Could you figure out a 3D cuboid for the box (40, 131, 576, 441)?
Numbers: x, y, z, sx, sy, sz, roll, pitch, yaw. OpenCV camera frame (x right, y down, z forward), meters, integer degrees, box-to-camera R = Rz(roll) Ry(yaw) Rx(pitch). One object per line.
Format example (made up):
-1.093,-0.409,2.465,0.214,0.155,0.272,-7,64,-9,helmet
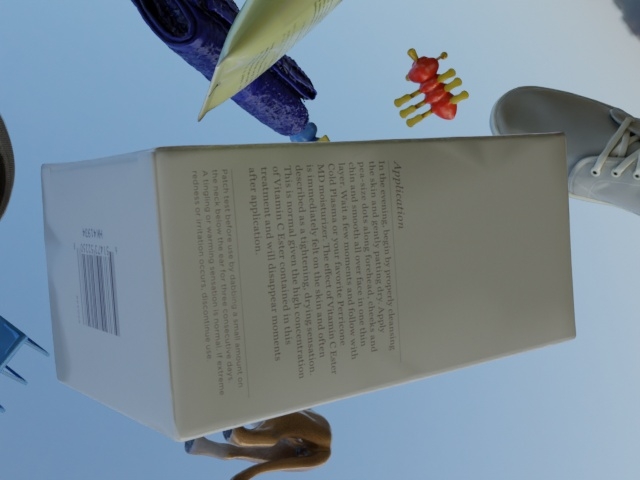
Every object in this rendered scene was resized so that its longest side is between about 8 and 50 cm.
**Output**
-0.004,0.012,0.635,0.345,0.215,0.168,-6,-85,-35,box

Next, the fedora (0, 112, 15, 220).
-0.542,-0.106,1.119,0.244,0.124,0.275,-66,-30,-22,fedora

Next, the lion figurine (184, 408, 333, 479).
-0.065,0.217,1.140,0.240,0.142,0.392,19,-153,-27,lion figurine

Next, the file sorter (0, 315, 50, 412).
-0.406,0.155,0.936,0.118,0.170,0.104,32,165,17,file sorter

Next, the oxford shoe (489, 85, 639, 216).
0.460,-0.114,1.221,0.449,0.169,0.130,31,168,14,oxford shoe

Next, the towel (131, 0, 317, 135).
-0.121,-0.235,0.866,0.228,0.076,0.308,51,-173,18,towel

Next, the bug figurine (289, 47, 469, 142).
0.090,-0.117,1.118,0.216,0.279,0.072,62,-153,-9,bug figurine

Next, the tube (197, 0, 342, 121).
0.010,-0.167,0.460,0.062,0.240,0.070,27,164,34,tube
